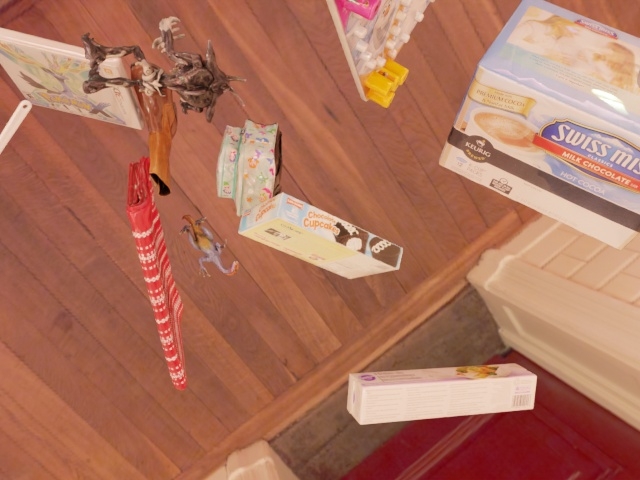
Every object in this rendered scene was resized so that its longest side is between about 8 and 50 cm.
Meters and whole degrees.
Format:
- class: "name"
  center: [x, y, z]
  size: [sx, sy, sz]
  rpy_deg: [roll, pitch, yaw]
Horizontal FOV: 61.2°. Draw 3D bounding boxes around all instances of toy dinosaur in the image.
- class: "toy dinosaur"
  center: [-0.138, 0.008, 0.698]
  size: [0.047, 0.090, 0.082]
  rpy_deg: [-31, 121, 5]

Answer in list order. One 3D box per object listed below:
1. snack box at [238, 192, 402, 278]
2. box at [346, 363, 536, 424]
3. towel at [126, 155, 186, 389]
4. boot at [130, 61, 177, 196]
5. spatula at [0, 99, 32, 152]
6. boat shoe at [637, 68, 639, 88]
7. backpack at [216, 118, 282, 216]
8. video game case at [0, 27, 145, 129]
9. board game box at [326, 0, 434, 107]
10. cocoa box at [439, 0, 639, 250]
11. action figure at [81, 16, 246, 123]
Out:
- class: "snack box"
  center: [0.000, 0.000, 1.208]
  size: [0.322, 0.187, 0.060]
  rpy_deg: [24, 68, -28]
- class: "box"
  center: [0.206, 0.252, 0.902]
  size: [0.324, 0.063, 0.067]
  rpy_deg: [0, 97, -17]
- class: "towel"
  center: [-0.220, 0.039, 0.743]
  size: [0.031, 0.199, 0.274]
  rpy_deg: [-11, 118, -12]
- class: "boot"
  center: [-0.447, -0.292, 1.432]
  size: [0.096, 0.264, 0.280]
  rpy_deg: [0, 65, -6]
- class: "spatula"
  center: [-0.564, -0.144, 0.830]
  size: [0.242, 0.019, 0.168]
  rpy_deg: [-51, 147, 11]
- class: "boat shoe"
  center: [0.496, -0.244, 0.605]
  size: [0.084, 0.095, 0.258]
  rpy_deg: [23, 136, -30]
- class: "backpack"
  center: [-0.193, -0.192, 1.503]
  size: [0.191, 0.253, 0.225]
  rpy_deg: [1, 137, -13]
- class: "video game case"
  center: [-0.646, -0.409, 1.399]
  size: [0.329, 0.300, 0.036]
  rpy_deg: [14, 71, -2]
- class: "board game box"
  center: [0.155, -0.395, 0.700]
  size: [0.050, 0.390, 0.389]
  rpy_deg: [33, 93, 10]
- class: "cocoa box"
  center: [0.419, -0.195, 0.892]
  size: [0.347, 0.228, 0.231]
  rpy_deg: [29, 60, 13]
- class: "action figure"
  center: [-0.267, -0.304, 0.953]
  size: [0.276, 0.140, 0.164]
  rpy_deg: [5, 141, -8]
